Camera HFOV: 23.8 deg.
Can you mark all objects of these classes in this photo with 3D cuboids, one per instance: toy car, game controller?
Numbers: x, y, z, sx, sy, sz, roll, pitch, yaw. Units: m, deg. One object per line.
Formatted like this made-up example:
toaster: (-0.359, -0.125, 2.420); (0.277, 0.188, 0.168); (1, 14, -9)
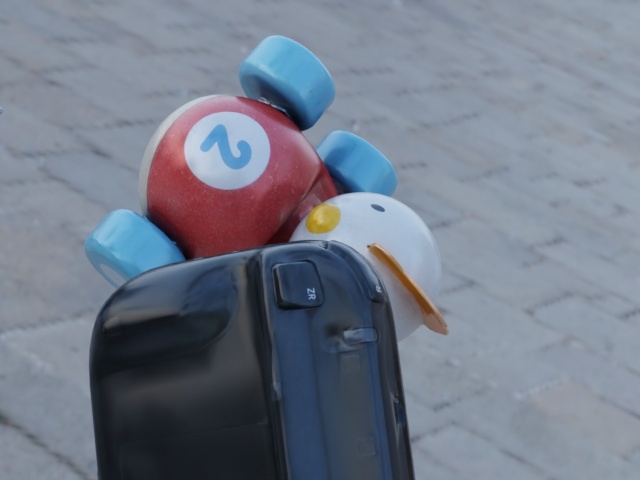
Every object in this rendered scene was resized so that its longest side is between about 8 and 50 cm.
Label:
toy car: (0.000, 0.000, 1.090); (0.238, 0.219, 0.210); (19, -26, 47)
game controller: (-0.031, 0.161, 0.748); (0.166, 0.319, 0.067); (-12, -13, 26)

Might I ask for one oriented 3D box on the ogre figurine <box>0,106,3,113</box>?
ogre figurine: (-0.276, -0.105, 0.936); (0.118, 0.197, 0.097); (-9, 40, 11)
